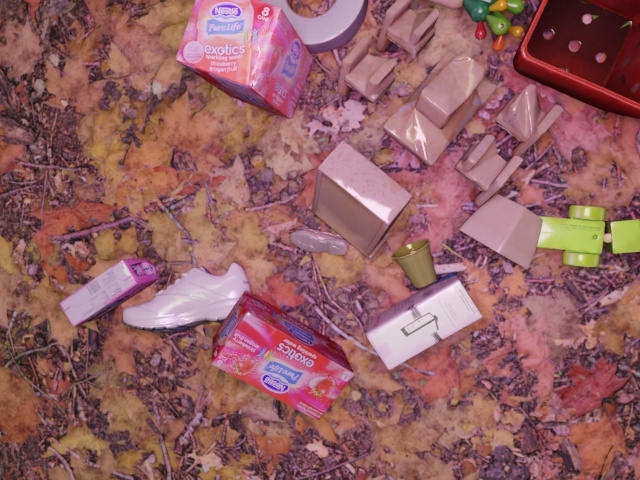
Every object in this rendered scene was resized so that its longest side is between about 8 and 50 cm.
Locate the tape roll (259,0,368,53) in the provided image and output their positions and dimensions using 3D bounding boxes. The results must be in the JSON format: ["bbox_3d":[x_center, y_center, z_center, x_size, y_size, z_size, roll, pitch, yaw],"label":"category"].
[{"bbox_3d":[-0.012,-0.503,1.158,0.219,0.072,0.220,0,92,11],"label":"tape roll"}]

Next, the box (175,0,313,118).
[{"bbox_3d":[-0.127,-0.343,1.067,0.154,0.300,0.142,22,96,9],"label":"box"}]

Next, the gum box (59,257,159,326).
[{"bbox_3d":[-0.456,0.107,1.236,0.188,0.107,0.062,-33,86,9],"label":"gum box"}]

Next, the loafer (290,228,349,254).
[{"bbox_3d":[0.000,0.000,1.194,0.125,0.039,0.045,12,127,12],"label":"loafer"}]

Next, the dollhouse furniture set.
[{"bbox_3d":[0.173,-0.185,1.099,0.362,0.256,0.394,40,77,6],"label":"dollhouse furniture set"}]

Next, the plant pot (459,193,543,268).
[{"bbox_3d":[0.353,-0.024,1.069,0.096,0.109,0.109,-61,37,9],"label":"plant pot"}]

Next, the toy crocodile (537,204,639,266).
[{"bbox_3d":[0.562,-0.009,1.068,0.340,0.105,0.115,1,92,14],"label":"toy crocodile"}]

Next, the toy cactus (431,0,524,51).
[{"bbox_3d":[0.288,-0.447,1.056,0.180,0.112,0.219,9,58,-4],"label":"toy cactus"}]

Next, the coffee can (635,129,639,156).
[{"bbox_3d":[0.736,-0.195,0.972,0.275,0.201,0.202,-36,86,9],"label":"coffee can"}]

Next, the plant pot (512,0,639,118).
[{"bbox_3d":[0.489,-0.367,0.983,0.267,0.236,0.268,24,95,0],"label":"plant pot"}]

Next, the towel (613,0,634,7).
[{"bbox_3d":[0.684,-0.586,1.051,0.243,0.040,0.336,20,95,8],"label":"towel"}]

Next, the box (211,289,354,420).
[{"bbox_3d":[-0.077,0.229,1.124,0.256,0.123,0.128,33,98,-17],"label":"box"}]

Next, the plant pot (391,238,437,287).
[{"bbox_3d":[0.198,0.050,1.142,0.083,0.083,0.079,-24,101,10],"label":"plant pot"}]

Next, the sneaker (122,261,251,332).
[{"bbox_3d":[-0.285,0.129,1.222,0.296,0.111,0.130,-11,78,3],"label":"sneaker"}]

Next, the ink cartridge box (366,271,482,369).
[{"bbox_3d":[0.200,0.153,1.103,0.203,0.148,0.086,-33,88,10],"label":"ink cartridge box"}]
